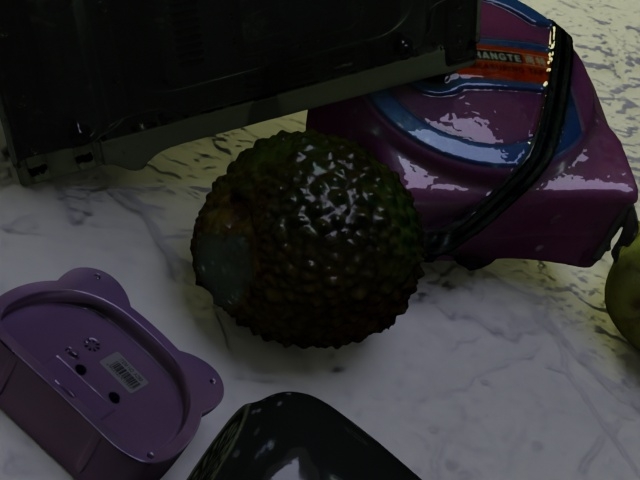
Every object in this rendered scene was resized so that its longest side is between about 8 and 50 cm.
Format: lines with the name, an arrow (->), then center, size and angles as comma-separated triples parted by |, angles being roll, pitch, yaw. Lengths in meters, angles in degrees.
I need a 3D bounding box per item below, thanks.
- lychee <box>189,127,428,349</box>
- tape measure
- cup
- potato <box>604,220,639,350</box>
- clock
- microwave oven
lychee -> 0.000, 0.000, 1.292 | 0.171, 0.171, 0.171 | 18, 40, -16
tape measure -> 0.108, -0.081, 1.456 | 0.231, 0.149, 0.245 | 0, 55, -17
cup -> -0.017, 0.212, 1.063 | 0.176, 0.169, 0.223 | 33, 72, -8
potato -> 0.350, 0.044, 1.474 | 0.228, 0.149, 0.197 | 33, 31, 5
clock -> -0.141, 0.090, 1.180 | 0.152, 0.050, 0.110 | 41, 40, 13
microwave oven -> -0.079, -0.219, 1.290 | 0.354, 0.286, 0.218 | -15, 54, -9
